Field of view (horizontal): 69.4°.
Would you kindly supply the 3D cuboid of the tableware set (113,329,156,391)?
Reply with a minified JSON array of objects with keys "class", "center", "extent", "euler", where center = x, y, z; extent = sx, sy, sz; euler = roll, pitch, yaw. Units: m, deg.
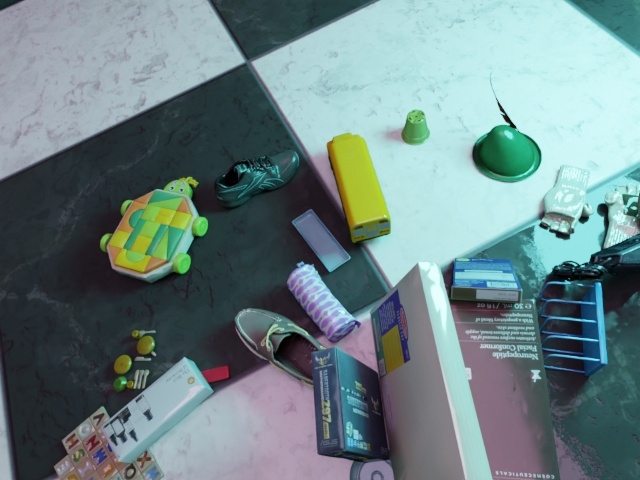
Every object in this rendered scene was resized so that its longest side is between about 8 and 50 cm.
[{"class":"tableware set","center":[-0.469,0.303,1.168],"extent":[0.104,0.024,0.154],"euler":[-5,63,12]}]

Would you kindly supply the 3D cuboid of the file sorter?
[{"class":"file sorter","center":[0.532,0.187,0.988],"extent":[0.105,0.118,0.170],"euler":[3,64,16]}]

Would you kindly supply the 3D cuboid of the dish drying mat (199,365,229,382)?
[{"class":"dish drying mat","center":[-0.262,0.328,1.123],"extent":[0.083,0.008,0.032],"euler":[-14,61,4]}]

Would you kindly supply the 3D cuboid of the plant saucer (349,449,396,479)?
[{"class":"plant saucer","center":[0.119,0.493,0.959],"extent":[0.119,0.021,0.119],"euler":[-4,62,8]}]

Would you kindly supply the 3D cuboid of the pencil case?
[{"class":"pencil case","center":[0.001,0.150,1.127],"extent":[0.088,0.086,0.206],"euler":[-20,59,-32]}]

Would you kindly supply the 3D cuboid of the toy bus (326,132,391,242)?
[{"class":"toy bus","center":[0.094,-0.158,1.238],"extent":[0.108,0.130,0.332],"euler":[-15,61,3]}]

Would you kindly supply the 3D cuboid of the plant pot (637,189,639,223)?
[{"class":"plant pot","center":[0.921,-0.094,0.976],"extent":[0.280,0.323,0.323],"euler":[-21,60,-19]}]

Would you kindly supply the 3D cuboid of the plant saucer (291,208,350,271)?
[{"class":"plant saucer","center":[0.000,0.000,1.239],"extent":[0.067,0.018,0.192],"euler":[-34,63,-8]}]

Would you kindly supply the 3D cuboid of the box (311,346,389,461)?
[{"class":"box","center":[0.062,0.331,0.914],"extent":[0.059,0.232,0.183],"euler":[-18,55,20]}]

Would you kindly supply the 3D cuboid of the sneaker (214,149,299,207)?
[{"class":"sneaker","center":[-0.181,-0.189,1.321],"extent":[0.267,0.106,0.101],"euler":[-33,61,-9]}]

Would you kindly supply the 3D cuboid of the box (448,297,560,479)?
[{"class":"box","center":[0.349,0.315,0.944],"extent":[0.191,0.143,0.381],"euler":[-1,65,10]}]

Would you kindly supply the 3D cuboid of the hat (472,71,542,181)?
[{"class":"hat","center":[0.486,-0.281,1.198],"extent":[0.208,0.183,0.173],"euler":[31,72,23]}]

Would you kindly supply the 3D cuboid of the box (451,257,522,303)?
[{"class":"box","center":[0.369,0.085,1.043],"extent":[0.136,0.225,0.036],"euler":[1,105,17]}]

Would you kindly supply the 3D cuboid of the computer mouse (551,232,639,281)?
[{"class":"computer mouse","center":[0.663,0.042,0.995],"extent":[0.272,0.188,0.072],"euler":[-23,86,4]}]

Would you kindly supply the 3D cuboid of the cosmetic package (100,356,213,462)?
[{"class":"cosmetic package","center":[-0.377,0.391,1.073],"extent":[0.239,0.060,0.099],"euler":[-40,64,-11]}]

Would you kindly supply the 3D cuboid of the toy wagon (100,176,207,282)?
[{"class":"toy wagon","center":[-0.460,-0.052,1.322],"extent":[0.267,0.068,0.344],"euler":[13,66,16]}]

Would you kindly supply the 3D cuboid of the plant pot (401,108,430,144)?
[{"class":"plant pot","center":[0.274,-0.330,1.323],"extent":[0.083,0.079,0.083],"euler":[-4,63,8]}]

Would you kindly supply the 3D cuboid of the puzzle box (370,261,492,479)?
[{"class":"puzzle box","center":[0.195,0.280,0.913],"extent":[0.052,0.272,0.408],"euler":[3,60,-16]}]

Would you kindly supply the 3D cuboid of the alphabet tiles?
[{"class":"alphabet tiles","center":[-0.501,0.517,1.069],"extent":[0.198,0.009,0.237],"euler":[-41,64,-11]}]

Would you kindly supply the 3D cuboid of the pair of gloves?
[{"class":"pair of gloves","center":[0.684,-0.084,1.141],"extent":[0.240,0.042,0.204],"euler":[26,70,22]}]

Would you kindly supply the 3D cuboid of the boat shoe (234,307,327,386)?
[{"class":"boat shoe","center":[-0.078,0.247,1.079],"extent":[0.324,0.096,0.116],"euler":[30,73,23]}]
